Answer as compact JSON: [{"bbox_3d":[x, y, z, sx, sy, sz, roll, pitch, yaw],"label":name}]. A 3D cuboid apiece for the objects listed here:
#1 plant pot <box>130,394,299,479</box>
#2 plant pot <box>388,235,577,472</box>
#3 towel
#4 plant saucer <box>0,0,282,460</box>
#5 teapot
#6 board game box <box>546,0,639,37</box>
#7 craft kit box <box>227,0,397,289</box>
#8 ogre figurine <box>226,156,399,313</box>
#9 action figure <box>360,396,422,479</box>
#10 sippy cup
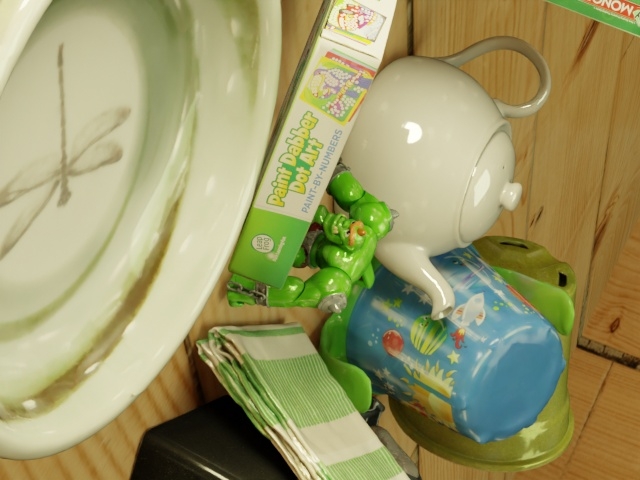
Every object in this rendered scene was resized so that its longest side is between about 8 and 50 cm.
[{"bbox_3d":[-0.085,0.285,1.366,0.188,0.167,0.188,-13,121,-66],"label":"plant pot"},{"bbox_3d":[0.251,0.143,1.956,0.276,0.276,0.254,-42,147,-53],"label":"plant pot"},{"bbox_3d":[0.025,0.214,1.395,0.038,0.325,0.248,-43,165,13],"label":"towel"},{"bbox_3d":[-0.161,-0.056,0.920,0.400,0.100,0.400,-54,156,-38],"label":"plant saucer"},{"bbox_3d":[0.145,-0.086,1.580,0.252,0.187,0.256,-43,147,-52],"label":"teapot"},{"bbox_3d":[0.211,-0.292,1.347,0.213,0.317,0.046,-36,147,-57],"label":"board game box"},{"bbox_3d":[0.003,-0.128,1.159,0.247,0.061,0.250,-71,-176,-50],"label":"craft kit box"},{"bbox_3d":[0.000,0.000,1.380,0.197,0.118,0.097,-47,151,-49],"label":"ogre figurine"},{"bbox_3d":[0.036,0.377,1.783,0.330,0.178,0.341,23,85,-61],"label":"action figure"},{"bbox_3d":[0.166,0.126,1.673,0.305,0.224,0.240,-46,133,-8],"label":"sippy cup"}]
